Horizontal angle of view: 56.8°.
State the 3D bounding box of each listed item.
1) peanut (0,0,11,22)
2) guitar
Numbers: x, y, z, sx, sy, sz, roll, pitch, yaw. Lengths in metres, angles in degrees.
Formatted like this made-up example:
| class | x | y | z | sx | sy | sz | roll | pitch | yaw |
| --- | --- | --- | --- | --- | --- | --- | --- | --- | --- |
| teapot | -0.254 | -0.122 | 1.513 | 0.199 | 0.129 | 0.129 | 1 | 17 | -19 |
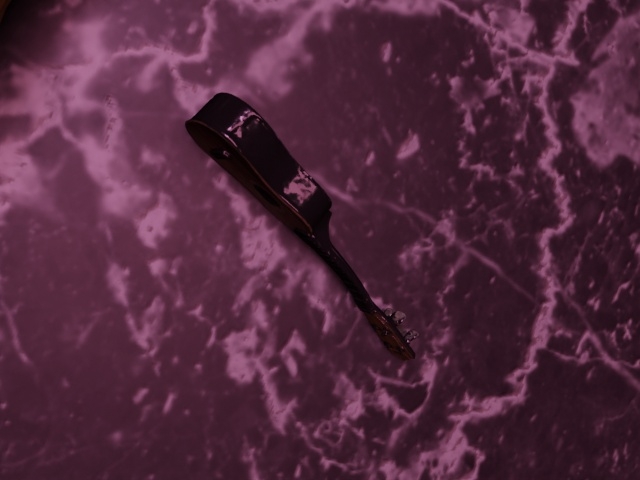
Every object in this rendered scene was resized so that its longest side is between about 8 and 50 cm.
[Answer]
| class | x | y | z | sx | sy | sz | roll | pitch | yaw |
| --- | --- | --- | --- | --- | --- | --- | --- | --- | --- |
| peanut | -0.217 | -0.210 | 0.342 | 0.149 | 0.149 | 0.313 | 39 | 83 | -17 |
| guitar | 0.002 | -0.001 | 0.466 | 0.038 | 0.084 | 0.271 | -46 | 112 | -11 |
